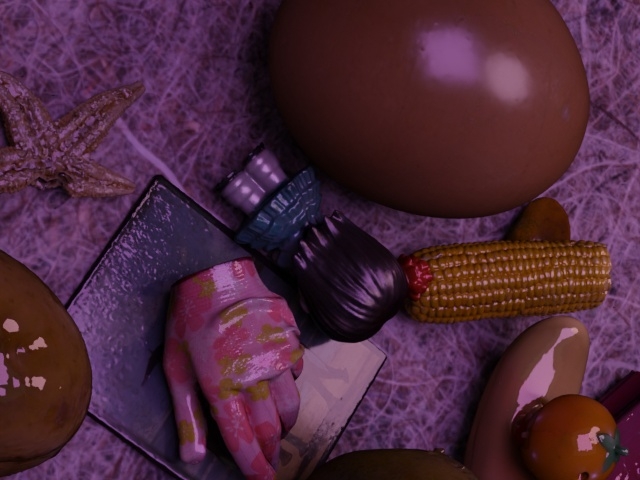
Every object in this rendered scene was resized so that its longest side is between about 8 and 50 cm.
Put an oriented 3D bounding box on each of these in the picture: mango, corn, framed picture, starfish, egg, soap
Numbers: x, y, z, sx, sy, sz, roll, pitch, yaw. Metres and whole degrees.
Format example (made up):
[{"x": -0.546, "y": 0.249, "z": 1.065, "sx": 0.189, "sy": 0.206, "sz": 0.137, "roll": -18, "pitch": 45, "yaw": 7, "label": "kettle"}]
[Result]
[{"x": 0.263, "y": -0.002, "z": 1.984, "sx": 0.079, "sy": 0.057, "sz": 0.114, "roll": 27, "pitch": 63, "yaw": -18, "label": "mango"}, {"x": 0.214, "y": 0.044, "z": 1.896, "sx": 0.244, "sy": 0.093, "sz": 0.093, "roll": -5, "pitch": 85, "yaw": -8, "label": "corn"}, {"x": -0.115, "y": 0.132, "z": 1.792, "sx": 0.347, "sy": 0.016, "sz": 0.265, "roll": 40, "pitch": 68, "yaw": -17, "label": "framed picture"}, {"x": -0.295, "y": -0.114, "z": 1.714, "sx": 0.247, "sy": 0.050, "sz": 0.138, "roll": 4, "pitch": 79, "yaw": -30, "label": "starfish"}, {"x": 0.123, "y": -0.178, "z": 1.796, "sx": 0.374, "sy": 0.301, "sz": 0.301, "roll": 18, "pitch": 75, "yaw": -28, "label": "egg"}, {"x": 0.352, "y": 0.288, "z": 1.969, "sx": 0.250, "sy": 0.099, "sz": 0.162, "roll": -37, "pitch": 107, "yaw": -26, "label": "soap"}]

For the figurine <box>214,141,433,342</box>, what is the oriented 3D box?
[{"x": 0.000, "y": 0.000, "z": 1.803, "sx": 0.138, "sy": 0.110, "sz": 0.245, "roll": -43, "pitch": 93, "yaw": -1, "label": "figurine"}]

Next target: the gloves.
[{"x": -0.083, "y": 0.148, "z": 1.733, "sx": 0.145, "sy": 0.126, "sz": 0.241, "roll": -16, "pitch": 83, "yaw": -33, "label": "gloves"}]

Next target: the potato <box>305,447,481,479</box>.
[{"x": 0.087, "y": 0.386, "z": 1.687, "sx": 0.219, "sy": 0.269, "sz": 0.359, "roll": 34, "pitch": 38, "yaw": -44, "label": "potato"}]

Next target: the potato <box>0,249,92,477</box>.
[{"x": -0.335, "y": 0.108, "z": 1.566, "sx": 0.242, "sy": 0.242, "sz": 0.285, "roll": -33, "pitch": 99, "yaw": -27, "label": "potato"}]

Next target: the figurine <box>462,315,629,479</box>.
[{"x": 0.246, "y": 0.237, "z": 1.846, "sx": 0.124, "sy": 0.222, "sz": 0.325, "roll": 23, "pitch": 75, "yaw": -20, "label": "figurine"}]
